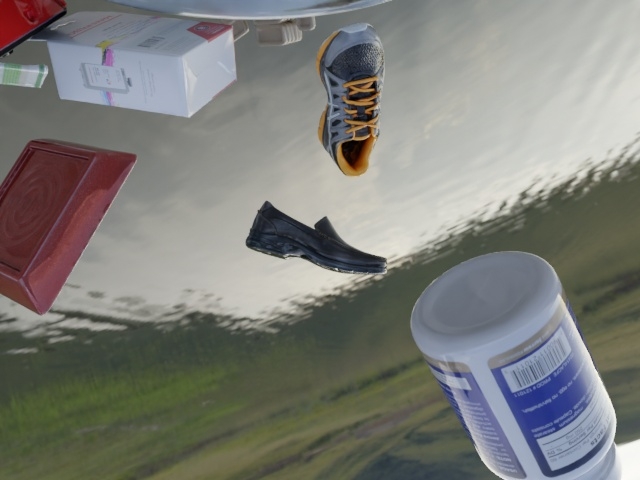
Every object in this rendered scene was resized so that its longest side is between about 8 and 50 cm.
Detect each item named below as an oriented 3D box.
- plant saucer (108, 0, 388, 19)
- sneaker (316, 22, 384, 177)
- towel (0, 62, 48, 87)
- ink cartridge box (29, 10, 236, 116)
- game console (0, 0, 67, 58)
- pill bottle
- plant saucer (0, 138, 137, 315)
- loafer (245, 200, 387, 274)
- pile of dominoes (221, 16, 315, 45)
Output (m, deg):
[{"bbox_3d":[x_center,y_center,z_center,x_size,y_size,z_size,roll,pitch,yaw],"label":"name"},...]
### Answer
[{"bbox_3d":[-0.058,-0.290,0.544,0.399,0.101,0.400,-2,-177,0],"label":"plant saucer"},{"bbox_3d":[0.044,-0.166,0.783,0.084,0.083,0.215,-13,146,-9],"label":"sneaker"},{"bbox_3d":[-0.581,-0.308,1.162,0.151,0.023,0.113,0,177,-30],"label":"towel"},{"bbox_3d":[-0.205,-0.196,0.694,0.115,0.198,0.067,-57,154,-51],"label":"ink cartridge box"},{"bbox_3d":[-0.432,-0.125,0.570,0.386,0.342,0.060,-21,123,6],"label":"game console"},{"bbox_3d":[0.213,0.156,0.671,0.153,0.265,0.153,-25,-158,11],"label":"pill bottle"},{"bbox_3d":[-0.420,-0.043,0.949,0.258,0.259,0.047,14,162,39],"label":"plant saucer"},{"bbox_3d":[0.000,0.000,0.752,0.169,0.061,0.062,15,173,-2],"label":"loafer"},{"bbox_3d":[-0.086,-0.404,0.898,0.195,0.251,0.040,13,-148,41],"label":"pile of dominoes"}]
